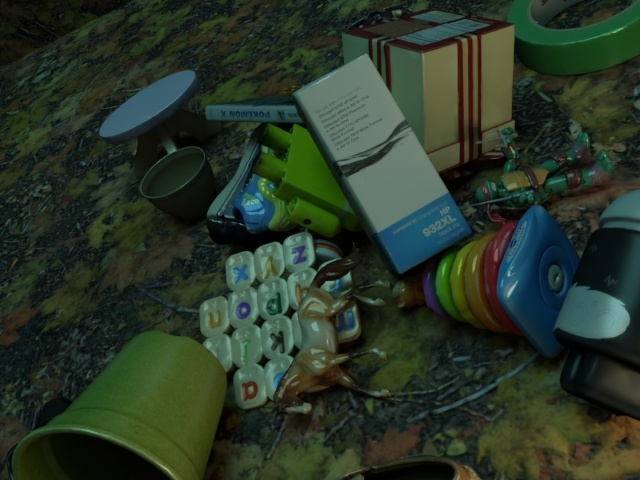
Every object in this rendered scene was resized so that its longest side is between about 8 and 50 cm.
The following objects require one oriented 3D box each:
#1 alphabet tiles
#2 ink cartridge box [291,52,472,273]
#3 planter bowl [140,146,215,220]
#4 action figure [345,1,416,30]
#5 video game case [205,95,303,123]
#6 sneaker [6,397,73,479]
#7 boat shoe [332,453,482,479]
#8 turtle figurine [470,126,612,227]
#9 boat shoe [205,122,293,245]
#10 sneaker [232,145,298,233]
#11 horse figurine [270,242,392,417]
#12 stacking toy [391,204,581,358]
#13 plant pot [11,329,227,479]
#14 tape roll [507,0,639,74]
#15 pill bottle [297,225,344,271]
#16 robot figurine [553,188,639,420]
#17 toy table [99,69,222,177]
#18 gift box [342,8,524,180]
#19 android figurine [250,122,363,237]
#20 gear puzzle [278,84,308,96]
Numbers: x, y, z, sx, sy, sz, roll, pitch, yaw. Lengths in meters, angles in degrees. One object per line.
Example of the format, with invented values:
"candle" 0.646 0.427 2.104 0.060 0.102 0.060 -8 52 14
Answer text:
"alphabet tiles" -0.072 0.130 1.267 0.284 0.021 0.277 -18 61 17
"ink cartridge box" 0.091 -0.111 1.201 0.129 0.307 0.223 -30 -1 1
"planter bowl" -0.299 -0.113 1.688 0.162 0.109 0.162 -19 38 16
"action figure" 0.158 -0.476 1.795 0.185 0.099 0.285 -33 32 10
"video game case" -0.019 -0.280 1.595 0.300 0.036 0.329 8 18 37
"sneaker" -0.454 0.349 1.267 0.107 0.124 0.283 -29 37 3
"boat shoe" 0.045 0.334 0.947 0.325 0.116 0.123 -22 38 13
"turtle figurine" 0.336 -0.105 1.239 0.234 0.118 0.175 -15 53 -3
"boat shoe" -0.087 -0.120 1.561 0.158 0.127 0.340 9 56 26
"sneaker" -0.113 -0.105 1.419 0.126 0.091 0.240 -20 45 6
"horse figurine" 0.021 0.140 1.167 0.175 0.066 0.263 -6 68 19
"stacking toy" 0.218 0.064 1.130 0.302 0.165 0.175 -9 42 49
"plant pot" -0.263 0.279 1.131 0.276 0.276 0.254 -12 31 24
"tape roll" 0.540 -0.459 1.524 0.321 0.077 0.321 -19 40 17
"pill bottle" 0.000 0.000 1.376 0.086 0.086 0.152 -17 40 18
"robot figurine" 0.394 0.073 0.924 0.209 0.174 0.278 15 79 53
"toy table" -0.386 -0.279 1.892 0.274 0.160 0.252 -23 39 12
"gift box" 0.216 -0.262 1.386 0.277 0.258 0.255 -19 32 -25
"android figurine" 0.008 -0.109 1.372 0.056 0.273 0.248 -50 25 39
"gear puzzle" 0.037 -0.324 1.586 0.176 0.044 0.339 10 19 41
